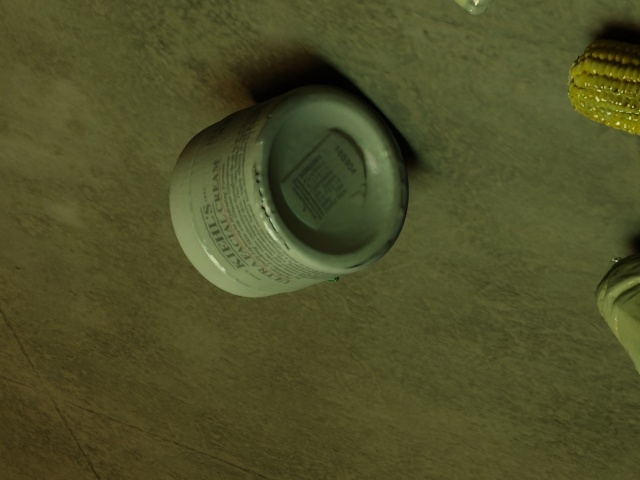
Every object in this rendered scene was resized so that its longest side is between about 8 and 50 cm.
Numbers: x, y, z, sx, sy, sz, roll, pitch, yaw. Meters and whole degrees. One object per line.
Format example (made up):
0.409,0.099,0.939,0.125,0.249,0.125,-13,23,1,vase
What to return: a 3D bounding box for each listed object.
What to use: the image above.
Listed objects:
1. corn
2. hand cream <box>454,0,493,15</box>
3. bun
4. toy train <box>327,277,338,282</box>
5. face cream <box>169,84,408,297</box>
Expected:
0.284,-0.102,1.299,0.203,0.072,0.072,20,148,22,corn
0.080,-0.230,1.333,0.143,0.039,0.061,41,157,5,hand cream
0.324,0.077,1.480,0.113,0.166,0.173,-39,121,15,bun
0.000,0.000,1.760,0.064,0.044,0.103,27,149,16,toy train
-0.028,-0.044,1.579,0.177,0.177,0.153,44,148,-19,face cream
